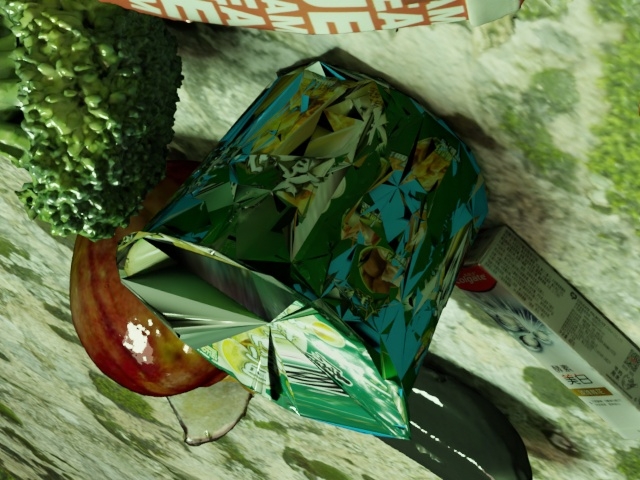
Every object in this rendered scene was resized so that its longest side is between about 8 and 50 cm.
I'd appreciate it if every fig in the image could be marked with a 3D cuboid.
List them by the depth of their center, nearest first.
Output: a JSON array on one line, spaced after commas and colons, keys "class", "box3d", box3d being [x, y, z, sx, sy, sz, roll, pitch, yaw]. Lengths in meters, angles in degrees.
[{"class": "fig", "box3d": [-0.127, 0.001, 1.226, 0.249, 0.204, 0.186, 60, 160, 12]}]

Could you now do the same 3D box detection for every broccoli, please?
[{"class": "broccoli", "box3d": [-0.180, -0.100, 1.023, 0.176, 0.226, 0.198, 20, 146, 6]}]

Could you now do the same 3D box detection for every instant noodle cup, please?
[{"class": "instant noodle cup", "box3d": [0.000, 0.000, 1.038, 0.240, 0.178, 0.240, 27, 156, 13]}]

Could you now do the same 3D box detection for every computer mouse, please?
[{"class": "computer mouse", "box3d": [0.113, 0.166, 1.352, 0.217, 0.073, 0.122, 31, 155, 21]}]

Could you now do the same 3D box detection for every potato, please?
[{"class": "potato", "box3d": [-0.125, 0.089, 1.515, 0.120, 0.100, 0.261, -11, 134, 10]}]

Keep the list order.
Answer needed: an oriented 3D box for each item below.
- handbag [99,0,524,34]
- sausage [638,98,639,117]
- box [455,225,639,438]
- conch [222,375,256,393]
[{"class": "handbag", "box3d": [-0.036, -0.200, 0.755, 0.298, 0.151, 0.171, 18, 157, 16]}, {"class": "sausage", "box3d": [0.205, -0.119, 0.685, 0.071, 0.071, 0.234, 28, 157, 12]}, {"class": "box", "box3d": [0.186, 0.072, 1.119, 0.218, 0.039, 0.055, 41, 157, -18]}, {"class": "conch", "box3d": [-0.111, 0.030, 1.351, 0.093, 0.109, 0.330, -19, 116, 35]}]
